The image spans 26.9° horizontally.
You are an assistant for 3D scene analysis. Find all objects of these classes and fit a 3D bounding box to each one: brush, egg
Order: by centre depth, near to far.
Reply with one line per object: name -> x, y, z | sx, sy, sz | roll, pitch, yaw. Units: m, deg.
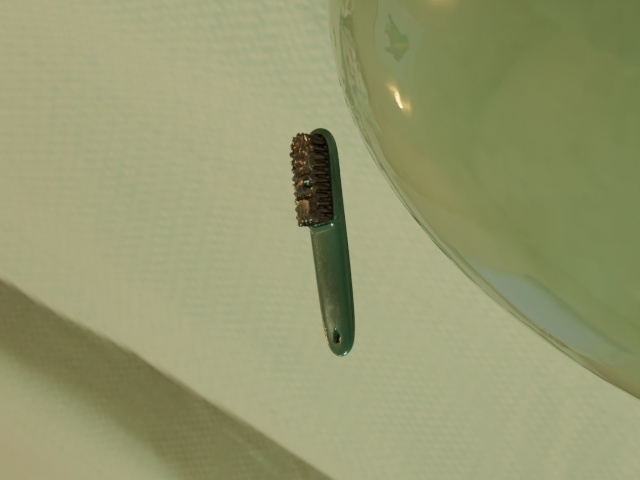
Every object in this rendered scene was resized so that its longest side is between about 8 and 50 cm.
egg -> 0.179, -0.066, 0.389 | 0.388, 0.276, 0.276 | 9, 139, 33
brush -> 0.000, 0.000, 1.111 | 0.032, 0.194, 0.043 | 4, 167, -42
